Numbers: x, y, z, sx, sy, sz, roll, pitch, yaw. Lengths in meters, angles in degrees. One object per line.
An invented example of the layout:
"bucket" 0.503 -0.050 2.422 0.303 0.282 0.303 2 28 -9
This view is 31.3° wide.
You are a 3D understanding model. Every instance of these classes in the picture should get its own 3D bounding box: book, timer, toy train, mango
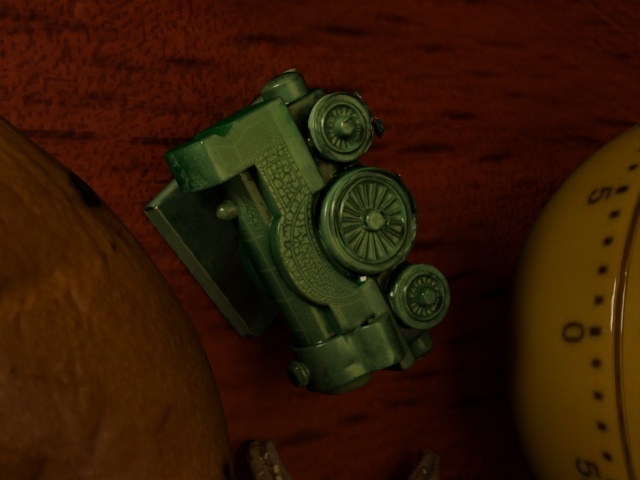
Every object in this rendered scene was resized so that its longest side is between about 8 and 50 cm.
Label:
"book" -0.027 -0.021 0.656 0.103 0.017 0.135 55 53 -19
"timer" 0.315 0.066 0.697 0.376 0.387 0.376 5 82 -42
"toy train" 0.000 0.000 0.619 0.105 0.071 0.178 -33 104 -28
"mango" -0.145 0.051 0.477 0.295 0.120 0.177 54 45 -23

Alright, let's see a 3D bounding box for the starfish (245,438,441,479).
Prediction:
"starfish" 0.018 0.220 0.637 0.295 0.048 0.231 26 67 -37
